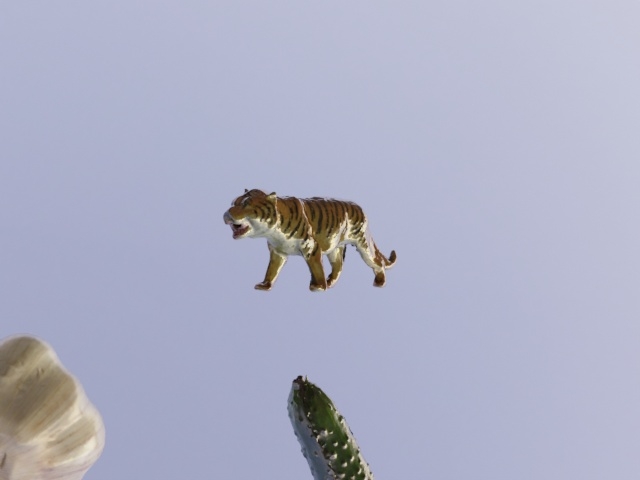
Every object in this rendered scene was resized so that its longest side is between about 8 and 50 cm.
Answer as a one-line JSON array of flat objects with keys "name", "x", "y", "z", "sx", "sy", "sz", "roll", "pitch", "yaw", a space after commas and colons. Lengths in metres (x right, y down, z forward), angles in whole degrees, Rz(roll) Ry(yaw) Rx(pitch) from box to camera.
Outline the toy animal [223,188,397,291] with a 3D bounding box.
[{"name": "toy animal", "x": 0.000, "y": 0.000, "z": 1.149, "sx": 0.057, "sy": 0.099, "sz": 0.241, "roll": 1, "pitch": -178, "yaw": 43}]

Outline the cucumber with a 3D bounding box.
[{"name": "cucumber", "x": 0.016, "y": 0.246, "z": 1.328, "sx": 0.069, "sy": 0.069, "sz": 0.227, "roll": -46, "pitch": -62, "yaw": -47}]

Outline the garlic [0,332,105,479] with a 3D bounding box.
[{"name": "garlic", "x": -0.319, "y": 0.199, "z": 1.116, "sx": 0.199, "sy": 0.199, "sz": 0.226, "roll": 26, "pitch": -165, "yaw": 0}]
